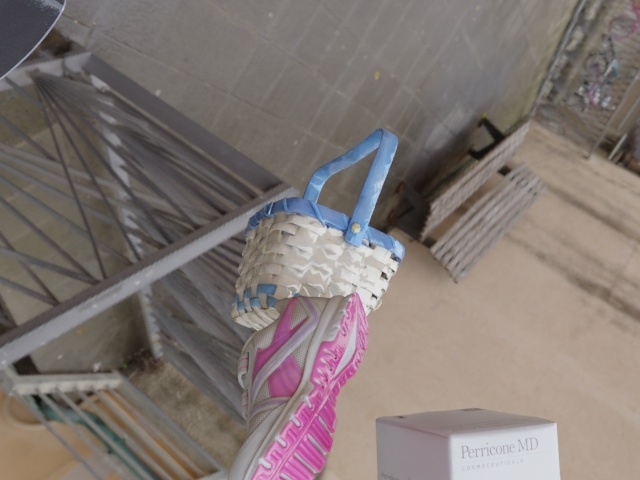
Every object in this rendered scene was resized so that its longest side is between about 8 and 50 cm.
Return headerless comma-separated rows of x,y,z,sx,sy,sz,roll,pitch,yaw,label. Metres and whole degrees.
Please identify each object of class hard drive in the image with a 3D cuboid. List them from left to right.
-0.620,-0.407,1.209,0.255,0.054,0.172,-39,157,12,hard drive

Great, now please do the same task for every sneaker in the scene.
-0.038,0.159,0.677,0.252,0.111,0.102,-60,144,-39,sneaker

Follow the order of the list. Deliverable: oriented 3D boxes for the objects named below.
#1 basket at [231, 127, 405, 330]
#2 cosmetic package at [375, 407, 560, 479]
0.000,0.000,0.892,0.255,0.201,0.288,-24,-132,67,basket
0.165,0.295,0.721,0.151,0.183,0.151,2,172,-26,cosmetic package
